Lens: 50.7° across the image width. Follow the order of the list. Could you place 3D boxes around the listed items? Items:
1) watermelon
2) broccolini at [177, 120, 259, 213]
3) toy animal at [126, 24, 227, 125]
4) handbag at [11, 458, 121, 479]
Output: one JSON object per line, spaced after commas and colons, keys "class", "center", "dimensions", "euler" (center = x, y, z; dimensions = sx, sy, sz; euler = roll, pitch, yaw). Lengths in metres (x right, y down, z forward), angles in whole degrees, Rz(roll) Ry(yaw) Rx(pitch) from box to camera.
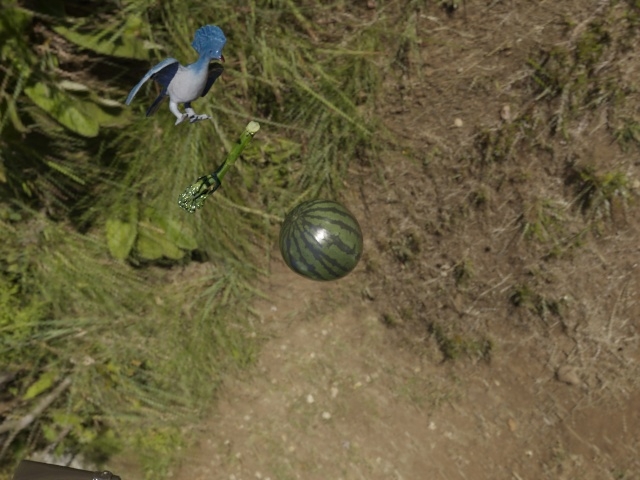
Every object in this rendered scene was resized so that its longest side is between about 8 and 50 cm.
{"class": "watermelon", "center": [0.000, 0.000, 1.645], "dimensions": [0.212, 0.212, 0.212], "euler": [26, 126, 41]}
{"class": "broccolini", "center": [-0.299, -0.204, 1.906], "dimensions": [0.079, 0.074, 0.392], "euler": [43, 130, -1]}
{"class": "toy animal", "center": [-0.278, -0.331, 1.402], "dimensions": [0.256, 0.239, 0.176], "euler": [-7, 93, 32]}
{"class": "handbag", "center": [-0.582, 0.638, 1.578], "dimensions": [0.113, 0.257, 0.285], "euler": [-99, 15, -63]}
